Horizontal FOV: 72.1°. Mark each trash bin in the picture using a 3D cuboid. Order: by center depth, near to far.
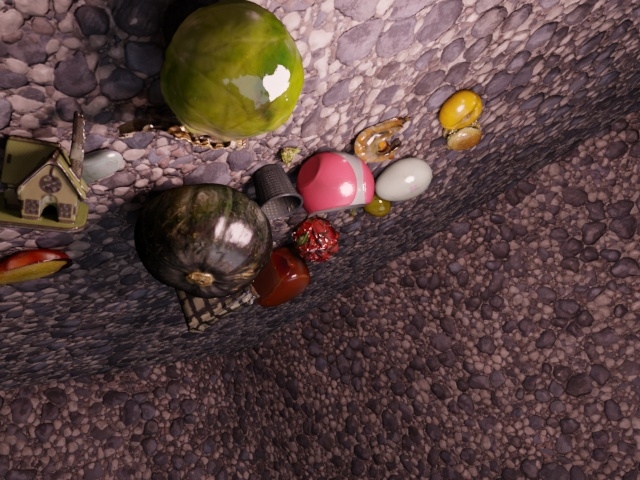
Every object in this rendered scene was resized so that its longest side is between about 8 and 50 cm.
[{"bbox_3d":[-0.169,-0.181,1.600,0.176,0.160,0.175,-19,157,-8],"label":"trash bin"}]

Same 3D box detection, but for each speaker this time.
[{"bbox_3d":[0.062,-0.202,1.664,0.295,0.294,0.294,-22,159,-9],"label":"speaker"}]

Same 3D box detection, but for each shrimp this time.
[{"bbox_3d":[0.249,-0.377,1.669,0.255,0.145,0.059,-23,-157,-11],"label":"shrimp"}]

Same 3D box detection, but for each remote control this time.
[{"bbox_3d":[-0.664,-0.179,1.198,0.256,0.045,0.097,-22,156,-1],"label":"remote control"}]

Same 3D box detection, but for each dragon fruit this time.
[{"bbox_3d":[0.000,0.000,2.134,0.293,0.233,0.234,-4,150,-38],"label":"dragon fruit"}]

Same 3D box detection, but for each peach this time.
[{"bbox_3d":[-0.975,0.086,1.445,0.280,0.068,0.189,-15,164,-32],"label":"peach"},{"bbox_3d":[0.547,-0.508,1.727,0.179,0.103,0.179,-20,160,-8],"label":"peach"}]

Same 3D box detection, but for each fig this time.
[{"bbox_3d":[0.255,-0.181,2.152,0.187,0.147,0.142,4,-174,23],"label":"fig"}]

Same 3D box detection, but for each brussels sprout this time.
[{"bbox_3d":[-0.195,-0.378,0.996,0.345,0.267,0.344,-4,168,-1],"label":"brussels sprout"},{"bbox_3d":[-0.112,-0.298,1.542,0.085,0.058,0.085,-54,178,-3],"label":"brussels sprout"}]

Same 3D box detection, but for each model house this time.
[{"bbox_3d":[-0.664,-0.185,1.042,0.219,0.205,0.278,5,112,-27],"label":"model house"}]

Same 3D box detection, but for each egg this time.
[{"bbox_3d":[0.371,-0.270,1.981,0.264,0.182,0.183,-22,160,12],"label":"egg"}]

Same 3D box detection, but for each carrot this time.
[{"bbox_3d":[0.265,-0.370,1.806,0.061,0.061,0.210,-33,163,19],"label":"carrot"}]

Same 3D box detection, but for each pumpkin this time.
[{"bbox_3d":[-0.387,-0.007,1.484,0.455,0.343,0.454,1,147,1],"label":"pumpkin"}]

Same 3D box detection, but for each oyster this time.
[{"bbox_3d":[-0.344,-0.293,1.148,0.355,0.201,0.106,-11,113,-62],"label":"oyster"}]

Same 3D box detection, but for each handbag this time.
[{"bbox_3d":[-0.465,0.186,1.904,0.327,0.325,0.162,-28,161,6],"label":"handbag"}]

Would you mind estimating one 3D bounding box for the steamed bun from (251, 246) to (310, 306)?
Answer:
[{"bbox_3d":[-0.197,0.197,2.363,0.248,0.234,0.379,-4,151,-38],"label":"steamed bun"}]

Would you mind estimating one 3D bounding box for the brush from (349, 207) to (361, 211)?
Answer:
[{"bbox_3d":[0.152,-0.178,2.175,0.070,0.021,0.196,-35,157,17],"label":"brush"}]

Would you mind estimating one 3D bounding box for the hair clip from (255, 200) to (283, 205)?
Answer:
[{"bbox_3d":[-0.244,-0.127,1.770,0.173,0.069,0.300,-38,166,33],"label":"hair clip"}]

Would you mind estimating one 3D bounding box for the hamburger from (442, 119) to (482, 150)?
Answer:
[{"bbox_3d":[0.602,-0.450,1.892,0.159,0.131,0.185,-11,159,-25],"label":"hamburger"}]
